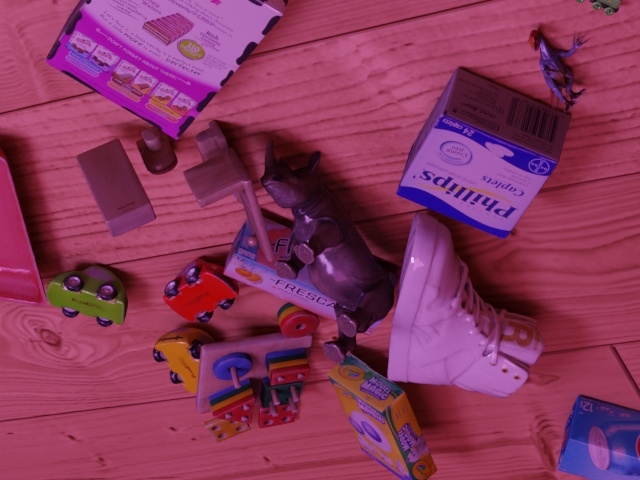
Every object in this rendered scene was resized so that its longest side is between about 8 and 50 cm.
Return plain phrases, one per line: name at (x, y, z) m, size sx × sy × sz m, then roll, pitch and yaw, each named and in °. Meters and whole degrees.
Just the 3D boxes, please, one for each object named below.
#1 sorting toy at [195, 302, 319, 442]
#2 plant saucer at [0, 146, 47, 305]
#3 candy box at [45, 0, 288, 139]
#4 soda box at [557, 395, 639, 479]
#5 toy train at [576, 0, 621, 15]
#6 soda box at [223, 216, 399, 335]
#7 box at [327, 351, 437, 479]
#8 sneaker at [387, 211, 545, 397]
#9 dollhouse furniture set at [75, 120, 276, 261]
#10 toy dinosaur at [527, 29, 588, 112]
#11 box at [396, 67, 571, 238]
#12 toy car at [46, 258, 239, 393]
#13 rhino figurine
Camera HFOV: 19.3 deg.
sorting toy at (-0.077, 0.174, 2.236) m, size 0.132 × 0.046 × 0.274 m, roll -8°, pitch 144°, yaw -14°
plant saucer at (-0.451, -0.039, 2.177) m, size 0.259 × 0.047 × 0.258 m, roll 8°, pitch 140°, yaw 13°
candy box at (-0.146, -0.218, 1.830) m, size 0.159 × 0.071 × 0.233 m, roll 31°, pitch 140°, yaw -14°
soda box at (0.386, 0.250, 2.177) m, size 0.210 × 0.067 × 0.071 m, roll 15°, pitch 141°, yaw 3°
toy train at (0.236, -0.230, 1.712) m, size 0.083 × 0.017 × 0.023 m, roll 23°, pitch 131°, yaw -6°
soda box at (-0.011, 0.037, 2.080) m, size 0.183 × 0.058 × 0.063 m, roll 23°, pitch 152°, yaw -7°
box at (0.071, 0.208, 2.232) m, size 0.105 × 0.043 × 0.179 m, roll 32°, pitch 153°, yaw 42°
sneaker at (0.164, 0.074, 2.036) m, size 0.169 × 0.108 × 0.292 m, roll 11°, pitch 150°, yaw 6°
dollhouse furniture set at (-0.152, -0.035, 1.990) m, size 0.151 × 0.144 × 0.123 m, roll -24°, pitch 136°, yaw -7°
toy dinosaur at (0.215, -0.161, 1.785) m, size 0.082 × 0.047 × 0.090 m, roll 50°, pitch 145°, yaw -9°
box at (0.160, -0.084, 1.868) m, size 0.126 × 0.072 × 0.137 m, roll 23°, pitch 141°, yaw -4°
toy car at (-0.208, 0.074, 2.211) m, size 0.225 × 0.053 × 0.239 m, roll 16°, pitch 140°, yaw 3°
rhino figurine at (0.000, 0.000, 1.984) m, size 0.073 × 0.106 × 0.243 m, roll -16°, pitch 109°, yaw 41°
